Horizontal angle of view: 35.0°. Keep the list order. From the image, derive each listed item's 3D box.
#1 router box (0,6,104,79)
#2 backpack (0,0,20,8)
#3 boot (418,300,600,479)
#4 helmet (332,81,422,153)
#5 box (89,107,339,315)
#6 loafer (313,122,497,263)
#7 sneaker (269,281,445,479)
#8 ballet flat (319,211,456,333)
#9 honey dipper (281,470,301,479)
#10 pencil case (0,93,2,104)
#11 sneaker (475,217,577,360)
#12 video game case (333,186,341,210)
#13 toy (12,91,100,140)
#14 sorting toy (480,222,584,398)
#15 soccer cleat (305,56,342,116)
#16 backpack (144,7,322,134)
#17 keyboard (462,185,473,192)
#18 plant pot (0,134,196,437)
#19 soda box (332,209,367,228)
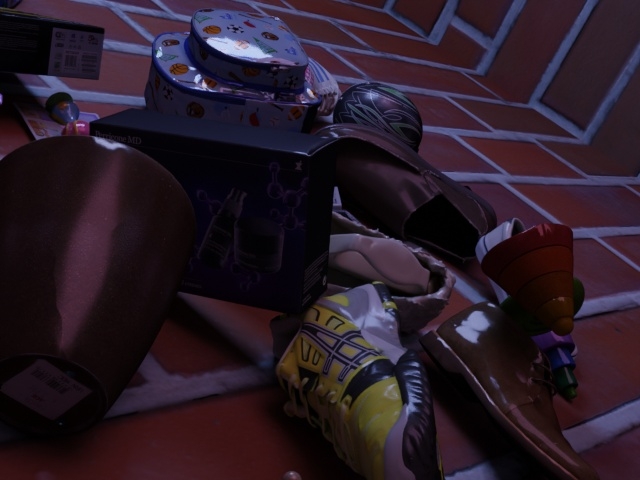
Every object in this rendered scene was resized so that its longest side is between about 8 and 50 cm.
[{"bbox_3d":[-0.499,-0.290,1.416,0.243,0.081,0.309,18,14,34],"label":"router box"},{"bbox_3d":[-0.606,-0.506,1.814,0.173,0.117,0.158,22,23,-13],"label":"backpack"},{"bbox_3d":[0.248,0.187,1.232,0.305,0.115,0.112,50,-5,40],"label":"boot"},{"bbox_3d":[0.111,-0.220,1.939,0.169,0.169,0.161,35,7,19],"label":"helmet"},{"bbox_3d":[-0.123,-0.037,1.140,0.261,0.184,0.103,10,17,17],"label":"box"},{"bbox_3d":[0.139,-0.079,1.698,0.366,0.134,0.130,24,22,-7],"label":"loafer"},{"bbox_3d":[0.035,0.169,1.053,0.147,0.145,0.385,-11,18,-5],"label":"sneaker"},{"bbox_3d":[0.000,0.000,1.325,0.409,0.147,0.147,21,23,-16],"label":"ballet flat"},{"bbox_3d":[0.027,0.243,0.856,0.160,0.030,0.030,29,20,30],"label":"honey dipper"},{"bbox_3d":[-0.505,-0.175,1.242,0.206,0.088,0.086,16,32,-29],"label":"pencil case"},{"bbox_3d":[0.329,0.075,1.580,0.094,0.091,0.258,1,49,-40],"label":"sneaker"},{"bbox_3d":[-0.031,-0.065,1.568,0.122,0.011,0.087,0,22,-4],"label":"video game case"},{"bbox_3d":[-0.322,-0.139,1.414,0.137,0.056,0.237,4,32,-42],"label":"toy"},{"bbox_3d":[0.307,0.119,1.337,0.365,0.127,0.126,60,9,-57],"label":"sorting toy"},{"bbox_3d":[-0.017,-0.291,2.008,0.143,0.116,0.331,23,22,-10],"label":"soccer cleat"},{"bbox_3d":[-0.151,-0.253,1.656,0.263,0.213,0.276,-5,33,-20],"label":"backpack"},{"bbox_3d":[0.242,-0.075,1.959,0.192,0.038,0.100,-3,60,-53],"label":"keyboard"},{"bbox_3d":[-0.231,0.056,0.932,0.215,0.215,0.230,20,37,-17],"label":"plant pot"},{"bbox_3d":[-0.013,-0.010,1.473,0.169,0.060,0.053,2,31,-46],"label":"soda box"}]
